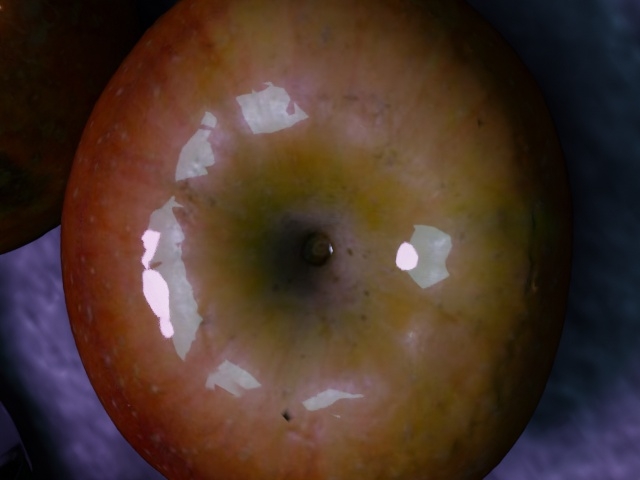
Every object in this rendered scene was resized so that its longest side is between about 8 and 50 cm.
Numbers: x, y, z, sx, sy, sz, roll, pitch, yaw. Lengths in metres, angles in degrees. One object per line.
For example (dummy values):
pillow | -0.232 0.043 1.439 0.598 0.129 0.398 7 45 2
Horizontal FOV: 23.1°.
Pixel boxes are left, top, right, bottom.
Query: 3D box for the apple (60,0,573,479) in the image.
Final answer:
apple | 0.000 0.000 0.650 0.210 0.173 0.234 21 95 -4

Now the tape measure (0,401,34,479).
tape measure | -0.255 0.074 0.807 0.196 0.105 0.178 -8 104 23

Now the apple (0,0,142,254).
apple | -0.202 -0.086 0.687 0.237 0.207 0.236 0 90 19
